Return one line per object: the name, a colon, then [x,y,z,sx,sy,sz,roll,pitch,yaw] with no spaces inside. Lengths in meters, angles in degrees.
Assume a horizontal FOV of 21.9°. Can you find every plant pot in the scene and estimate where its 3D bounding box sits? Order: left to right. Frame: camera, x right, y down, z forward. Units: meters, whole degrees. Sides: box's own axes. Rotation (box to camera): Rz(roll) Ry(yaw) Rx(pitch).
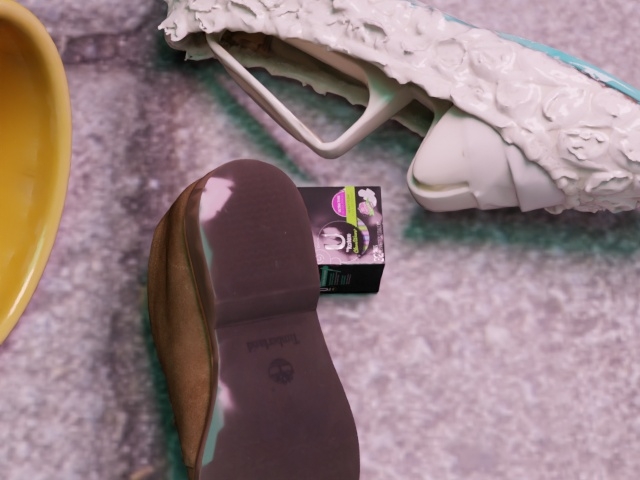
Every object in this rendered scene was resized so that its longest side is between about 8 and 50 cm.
plant pot: [-0.322,-0.051,1.048,0.239,0.254,0.254,14,63,20]

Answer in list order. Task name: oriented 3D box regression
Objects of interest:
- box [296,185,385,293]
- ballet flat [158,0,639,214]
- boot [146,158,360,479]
box: [0.000,0.000,1.140,0.083,0.052,0.062,-1,65,-4]
ballet flat: [0.062,-0.097,1.158,0.409,0.147,0.147,29,66,16]
boot: [-0.053,0.108,1.071,0.112,0.115,0.305,0,80,-31]
